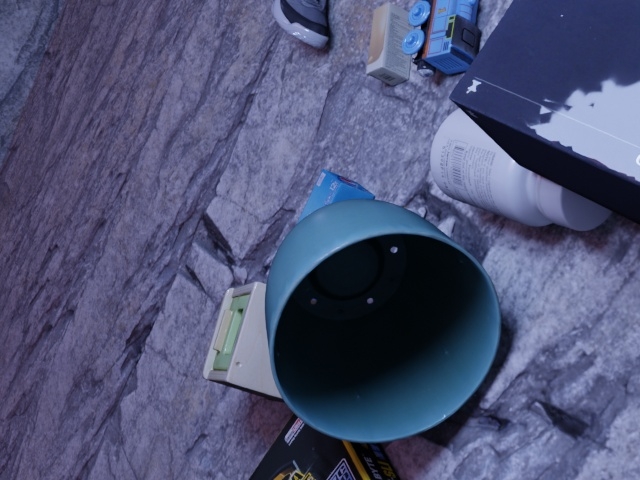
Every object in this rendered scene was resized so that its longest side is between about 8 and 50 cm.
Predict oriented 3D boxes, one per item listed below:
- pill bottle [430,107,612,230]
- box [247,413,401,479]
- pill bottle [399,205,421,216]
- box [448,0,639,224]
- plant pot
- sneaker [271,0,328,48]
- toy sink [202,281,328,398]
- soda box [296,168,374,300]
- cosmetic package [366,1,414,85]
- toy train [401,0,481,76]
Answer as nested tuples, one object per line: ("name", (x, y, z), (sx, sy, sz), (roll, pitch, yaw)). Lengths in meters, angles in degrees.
("pill bottle", (0.253, -0.088, 1.295), (0.229, 0.131, 0.131), (26, 97, 54))
("box", (-0.018, 0.408, 1.497), (0.322, 0.079, 0.257), (-57, 39, 20))
("pill bottle", (0.110, -0.030, 1.547), (0.083, 0.043, 0.043), (13, 86, 55))
("box", (0.365, -0.178, 1.036), (0.343, 0.179, 0.312), (35, 91, 42))
("plant pot", (0.058, 0.079, 1.375), (0.293, 0.293, 0.235), (-61, 22, 15))
("sneaker", (-0.018, -0.467, 1.873), (0.153, 0.101, 0.268), (-53, 36, 30))
("toy sink", (-0.094, 0.157, 1.601), (0.234, 0.131, 0.153), (161, 127, -73))
("soda box", (0.000, 0.000, 1.662), (0.210, 0.071, 0.067), (-64, 34, 12))
("cosmetic package", (0.112, -0.311, 1.660), (0.041, 0.060, 0.115), (-14, 62, 51))
("toy train", (0.187, -0.332, 1.554), (0.105, 0.080, 0.184), (-4, 70, 44))
